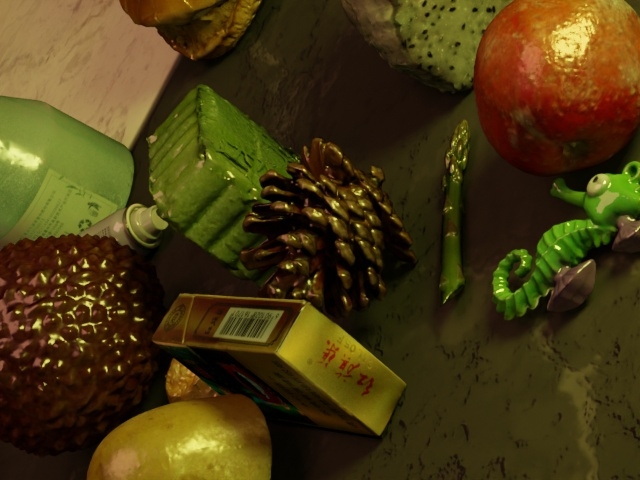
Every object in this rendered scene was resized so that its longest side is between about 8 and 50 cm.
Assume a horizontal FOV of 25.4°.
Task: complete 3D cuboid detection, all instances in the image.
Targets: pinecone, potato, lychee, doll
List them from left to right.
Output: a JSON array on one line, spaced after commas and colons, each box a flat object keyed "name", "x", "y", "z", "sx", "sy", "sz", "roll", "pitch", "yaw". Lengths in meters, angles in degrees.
[{"name": "lychee", "x": -0.321, "y": 0.126, "z": 1.727, "sx": 0.304, "sy": 0.276, "sz": 0.275, "roll": -40, "pitch": 34, "yaw": 7}, {"name": "potato", "x": -0.160, "y": 0.252, "z": 1.436, "sx": 0.203, "sy": 0.158, "sz": 0.178, "roll": -64, "pitch": 37, "yaw": 32}, {"name": "pinecone", "x": 0.003, "y": -0.002, "z": 1.446, "sx": 0.150, "sy": 0.179, "sz": 0.195, "roll": -32, "pitch": 15, "yaw": 37}, {"name": "doll", "x": 0.222, "y": 0.001, "z": 1.272, "sx": 0.190, "sy": 0.050, "sz": 0.115, "roll": -48, "pitch": 37, "yaw": 21}]

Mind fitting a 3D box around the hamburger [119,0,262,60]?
[{"name": "hamburger", "x": -0.158, "y": -0.425, "z": 2.055, "sx": 0.290, "sy": 0.170, "sz": 0.314, "roll": 21, "pitch": 80, "yaw": 52}]

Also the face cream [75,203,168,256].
[{"name": "face cream", "x": -0.300, "y": 0.014, "z": 1.952, "sx": 0.229, "sy": 0.075, "sz": 0.075, "roll": -26, "pitch": 43, "yaw": 32}]

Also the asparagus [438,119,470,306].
[{"name": "asparagus", "x": 0.134, "y": -0.025, "z": 1.434, "sx": 0.034, "sy": 0.027, "sz": 0.236, "roll": 127, "pitch": 156, "yaw": -50}]

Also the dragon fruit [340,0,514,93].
[{"name": "dragon fruit", "x": 0.113, "y": -0.331, "z": 1.561, "sx": 0.283, "sy": 0.204, "sz": 0.221, "roll": -58, "pitch": 31, "yaw": -1}]

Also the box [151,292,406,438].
[{"name": "box", "x": -0.045, "y": 0.124, "z": 1.437, "sx": 0.240, "sy": 0.159, "sz": 0.071, "roll": -2, "pitch": 55, "yaw": 55}]

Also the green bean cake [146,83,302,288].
[{"name": "green bean cake", "x": -0.095, "y": -0.059, "z": 1.613, "sx": 0.113, "sy": 0.200, "sz": 0.214, "roll": -43, "pitch": 24, "yaw": 17}]

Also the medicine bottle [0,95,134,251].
[{"name": "medicine bottle", "x": -0.456, "y": -0.099, "z": 2.069, "sx": 0.245, "sy": 0.290, "sz": 0.245, "roll": -34, "pitch": 39, "yaw": 34}]

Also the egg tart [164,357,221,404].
[{"name": "egg tart", "x": -0.140, "y": 0.159, "z": 1.640, "sx": 0.129, "sy": 0.049, "sz": 0.128, "roll": -33, "pitch": 41, "yaw": 35}]

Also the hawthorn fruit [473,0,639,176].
[{"name": "hawthorn fruit", "x": 0.218, "y": -0.143, "z": 1.290, "sx": 0.173, "sy": 0.173, "sz": 0.173, "roll": -35, "pitch": 39, "yaw": 34}]
